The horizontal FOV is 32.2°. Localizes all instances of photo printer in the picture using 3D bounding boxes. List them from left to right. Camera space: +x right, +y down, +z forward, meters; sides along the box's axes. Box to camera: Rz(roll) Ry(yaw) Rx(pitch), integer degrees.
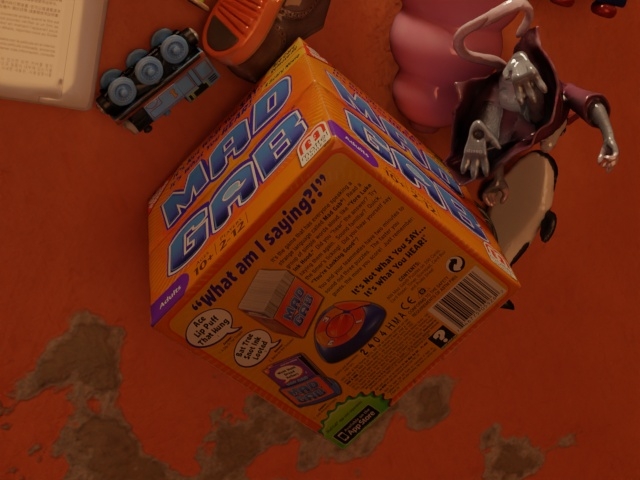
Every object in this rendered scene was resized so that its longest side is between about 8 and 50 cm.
[{"bbox_3d":[-0.419,-0.348,1.526,0.256,0.107,0.308,5,104,-22],"label":"photo printer"}]

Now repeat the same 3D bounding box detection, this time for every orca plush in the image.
[{"bbox_3d":[0.354,-0.020,1.922,0.102,0.151,0.287,-9,109,-51],"label":"orca plush"}]

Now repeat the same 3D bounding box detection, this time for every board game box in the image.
[{"bbox_3d":[0.000,0.000,1.604,0.356,0.356,0.356,37,109,-26],"label":"board game box"}]

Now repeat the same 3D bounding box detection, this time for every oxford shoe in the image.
[{"bbox_3d":[-0.031,-0.401,1.667,0.364,0.130,0.132,-53,141,1],"label":"oxford shoe"}]

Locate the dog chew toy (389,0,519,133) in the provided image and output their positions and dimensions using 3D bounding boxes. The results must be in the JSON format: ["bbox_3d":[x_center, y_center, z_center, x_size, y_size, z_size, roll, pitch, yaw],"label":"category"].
[{"bbox_3d":[0.198,-0.328,1.721,0.206,0.206,0.332,5,113,-22],"label":"dog chew toy"}]

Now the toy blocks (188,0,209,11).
[{"bbox_3d":[-0.178,-0.429,1.621,0.123,0.054,0.148,29,94,-25],"label":"toy blocks"}]

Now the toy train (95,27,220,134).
[{"bbox_3d":[-0.243,-0.234,1.645,0.184,0.080,0.105,-40,121,-5],"label":"toy train"}]

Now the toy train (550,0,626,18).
[{"bbox_3d":[0.451,-0.430,1.814,0.248,0.143,0.105,7,112,-27],"label":"toy train"}]

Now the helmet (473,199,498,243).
[{"bbox_3d":[0.215,0.005,1.843,0.169,0.169,0.161,38,107,-26],"label":"helmet"}]

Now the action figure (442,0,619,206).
[{"bbox_3d":[0.301,-0.200,1.697,0.248,0.370,0.276,-20,91,28],"label":"action figure"}]
